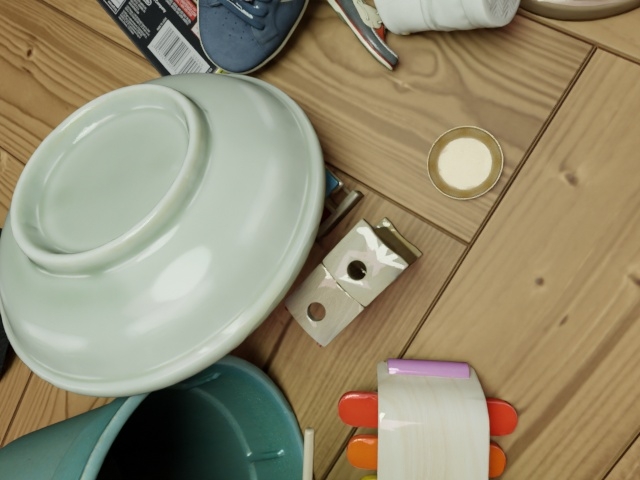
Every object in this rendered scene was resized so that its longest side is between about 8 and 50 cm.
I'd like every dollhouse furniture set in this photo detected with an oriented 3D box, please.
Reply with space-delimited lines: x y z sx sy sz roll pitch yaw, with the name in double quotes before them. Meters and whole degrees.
"dollhouse furniture set" 0.000 0.000 0.528 0.184 0.129 0.129 46 106 10

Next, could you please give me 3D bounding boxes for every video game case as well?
"video game case" -0.174 -0.360 0.620 0.248 0.035 0.275 -44 78 16

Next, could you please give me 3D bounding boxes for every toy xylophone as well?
"toy xylophone" 0.091 0.294 0.520 0.236 0.081 0.323 9 94 5

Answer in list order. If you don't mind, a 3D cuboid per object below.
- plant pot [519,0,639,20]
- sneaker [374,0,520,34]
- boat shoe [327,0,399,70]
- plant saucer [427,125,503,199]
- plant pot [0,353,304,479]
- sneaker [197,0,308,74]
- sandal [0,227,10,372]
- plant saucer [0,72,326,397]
"plant pot" 0.271 -0.347 0.427 0.237 0.110 0.237 1 93 18
"sneaker" 0.104 -0.356 0.439 0.169 0.108 0.293 21 121 50
"boat shoe" 0.054 -0.262 0.540 0.043 0.049 0.137 -37 76 15
"plant saucer" 0.166 -0.089 0.526 0.083 0.015 0.083 1 94 19
"plant pot" -0.233 0.337 0.542 0.334 0.341 0.341 -21 86 27
"sneaker" -0.049 -0.310 0.445 0.131 0.148 0.350 29 128 -11
"sandal" -0.580 0.136 0.742 0.446 0.167 0.107 -45 42 18
"plant saucer" -0.197 -0.051 0.477 0.400 0.100 0.401 -9 60 16
